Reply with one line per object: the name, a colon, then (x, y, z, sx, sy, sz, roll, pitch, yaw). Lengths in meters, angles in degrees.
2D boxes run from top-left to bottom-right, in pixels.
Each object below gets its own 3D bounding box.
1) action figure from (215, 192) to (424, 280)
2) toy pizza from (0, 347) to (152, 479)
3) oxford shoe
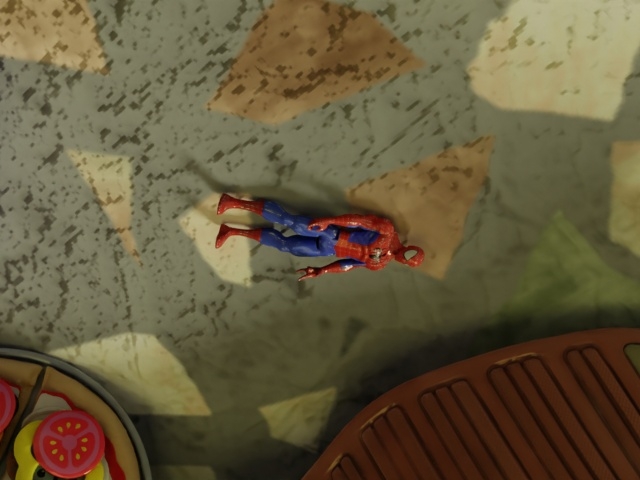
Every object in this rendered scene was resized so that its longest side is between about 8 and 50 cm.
action figure: (0.000, 0.000, 0.589, 0.115, 0.030, 0.038, 8, 121, 2)
toy pizza: (-0.201, 0.160, 0.643, 0.201, 0.201, 0.032, 18, 158, -3)
oxford shoe: (0.060, 0.176, 0.663, 0.397, 0.146, 0.140, -32, 71, 16)
